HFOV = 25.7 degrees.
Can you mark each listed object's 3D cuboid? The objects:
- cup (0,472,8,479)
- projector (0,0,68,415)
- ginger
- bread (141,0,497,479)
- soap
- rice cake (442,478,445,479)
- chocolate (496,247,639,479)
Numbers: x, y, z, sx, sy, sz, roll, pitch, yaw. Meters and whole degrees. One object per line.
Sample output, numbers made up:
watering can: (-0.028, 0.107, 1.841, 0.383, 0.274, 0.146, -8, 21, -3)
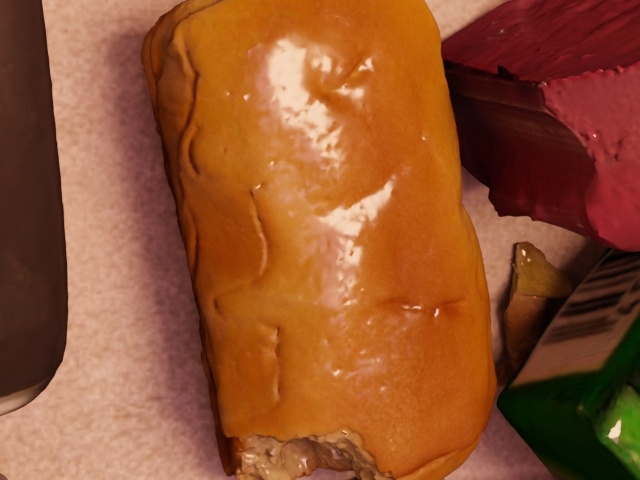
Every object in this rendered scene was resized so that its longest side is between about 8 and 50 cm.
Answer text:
cup: (-0.191, 0.318, 0.850, 0.205, 0.205, 0.312, -35, 109, -10)
projector: (-0.338, -0.087, 0.646, 0.395, 0.242, 0.405, -13, 122, -23)
ginger: (0.156, 0.071, 1.006, 0.057, 0.044, 0.137, -13, 104, -34)
bread: (0.005, 0.000, 0.888, 0.195, 0.149, 0.343, -16, 103, -14)
soap: (0.208, -0.095, 0.848, 0.220, 0.325, 0.127, -31, 110, -9)
rice cake: (-0.029, 0.213, 0.964, 0.270, 0.049, 0.055, -20, 126, -14)
chocolate: (0.326, 0.108, 0.958, 0.341, 0.161, 0.360, 51, 63, -18)
